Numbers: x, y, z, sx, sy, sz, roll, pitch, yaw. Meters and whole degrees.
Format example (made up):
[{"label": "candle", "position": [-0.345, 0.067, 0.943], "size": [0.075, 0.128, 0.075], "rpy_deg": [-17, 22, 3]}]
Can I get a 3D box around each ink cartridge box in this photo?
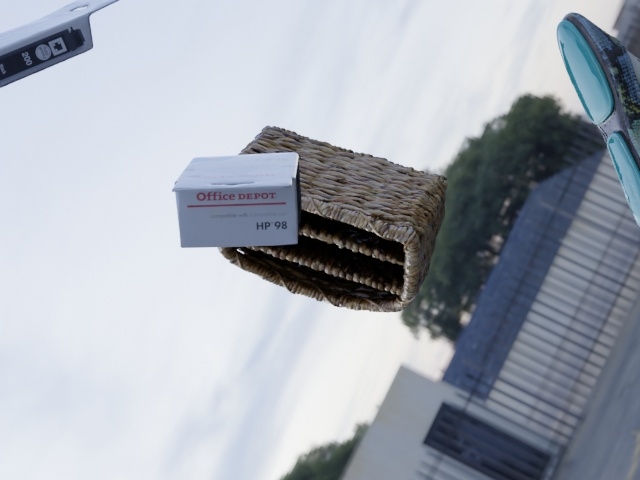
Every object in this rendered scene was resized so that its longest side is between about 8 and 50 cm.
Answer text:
[{"label": "ink cartridge box", "position": [-0.326, -0.212, 1.271], "size": [0.208, 0.206, 0.045], "rpy_deg": [-29, -69, -20]}, {"label": "ink cartridge box", "position": [-0.071, -0.034, 1.025], "size": [0.180, 0.104, 0.060], "rpy_deg": [-87, -5, -77]}]

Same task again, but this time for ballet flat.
[{"label": "ballet flat", "position": [0.252, -0.102, 0.928], "size": [0.070, 0.188, 0.070], "rpy_deg": [-22, -2, -1]}]

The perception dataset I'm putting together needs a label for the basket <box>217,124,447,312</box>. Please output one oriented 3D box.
[{"label": "basket", "position": [0.000, 0.000, 1.588], "size": [0.223, 0.299, 0.214], "rpy_deg": [-55, -20, -61]}]
